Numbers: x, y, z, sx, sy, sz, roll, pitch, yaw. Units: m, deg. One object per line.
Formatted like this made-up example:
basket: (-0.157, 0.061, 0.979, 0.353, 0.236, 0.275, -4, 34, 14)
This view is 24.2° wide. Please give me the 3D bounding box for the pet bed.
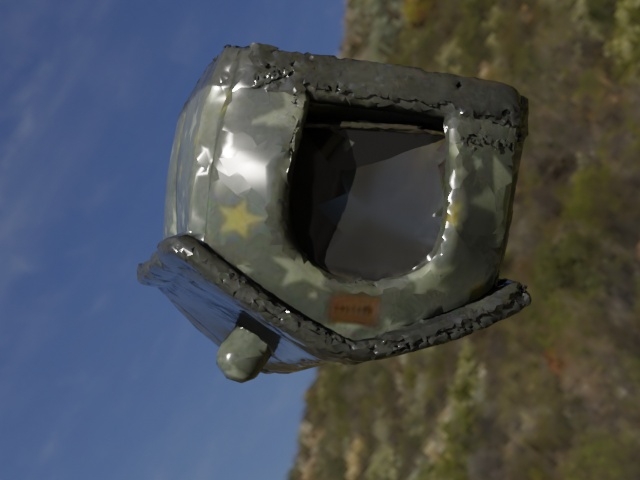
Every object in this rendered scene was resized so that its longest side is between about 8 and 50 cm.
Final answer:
pet bed: (0.000, 0.000, 0.787, 0.211, 0.183, 0.159, 163, 115, -77)
